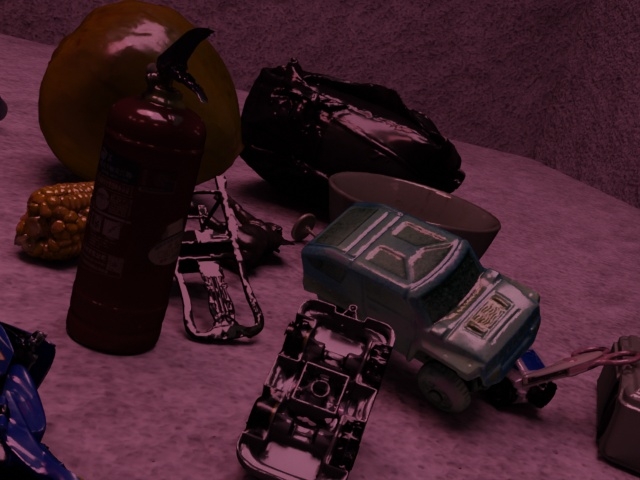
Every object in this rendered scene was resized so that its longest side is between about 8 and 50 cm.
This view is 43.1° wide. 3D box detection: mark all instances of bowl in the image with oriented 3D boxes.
[{"bbox_3d":[0.136,-0.003,1.334,0.289,0.146,0.289,14,17,-4],"label":"bowl"}]

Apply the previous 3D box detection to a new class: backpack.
[{"bbox_3d":[0.068,-0.182,1.609,0.445,0.255,0.363,24,-6,16],"label":"backpack"}]

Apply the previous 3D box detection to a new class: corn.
[{"bbox_3d":[-0.287,-0.032,1.107,0.101,0.101,0.291,23,14,24],"label":"corn"}]

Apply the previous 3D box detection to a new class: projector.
[{"bbox_3d":[0.446,0.211,0.999,0.192,0.099,0.256,19,15,15],"label":"projector"}]

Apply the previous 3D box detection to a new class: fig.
[{"bbox_3d":[-0.296,-0.221,1.369,0.343,0.343,0.343,15,16,-4],"label":"fig"}]

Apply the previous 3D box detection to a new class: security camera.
[{"bbox_3d":[0.000,0.000,1.383,0.092,0.058,0.058,39,25,28],"label":"security camera"}]

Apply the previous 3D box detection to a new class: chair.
[{"bbox_3d":[-0.156,0.035,1.015,0.106,0.113,0.229,-3,65,-28],"label":"chair"}]

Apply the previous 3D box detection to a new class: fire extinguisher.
[{"bbox_3d":[-0.170,-0.051,0.817,0.102,0.344,0.138,5,20,-36],"label":"fire extinguisher"}]

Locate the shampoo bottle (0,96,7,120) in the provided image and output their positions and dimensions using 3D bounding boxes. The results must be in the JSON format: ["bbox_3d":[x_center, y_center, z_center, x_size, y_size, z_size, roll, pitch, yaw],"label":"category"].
[{"bbox_3d":[-0.692,-0.287,1.575,0.233,0.087,0.049,26,19,32],"label":"shampoo bottle"}]

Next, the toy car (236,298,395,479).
[{"bbox_3d":[-0.002,0.150,0.735,0.097,0.100,0.191,19,49,8],"label":"toy car"}]

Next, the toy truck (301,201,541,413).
[{"bbox_3d":[0.113,0.069,0.959,0.279,0.156,0.155,27,56,36],"label":"toy truck"}]

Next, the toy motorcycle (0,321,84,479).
[{"bbox_3d":[-0.245,0.129,0.573,0.169,0.113,0.315,14,22,-46],"label":"toy motorcycle"}]

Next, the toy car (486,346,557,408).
[{"bbox_3d":[0.222,0.153,1.023,0.080,0.070,0.170,4,19,-40],"label":"toy car"}]

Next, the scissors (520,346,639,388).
[{"bbox_3d":[0.301,0.149,0.964,0.176,0.022,0.085,-9,6,-32],"label":"scissors"}]

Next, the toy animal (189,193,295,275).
[{"bbox_3d":[-0.117,-0.008,1.212,0.148,0.084,0.233,19,12,5],"label":"toy animal"}]
